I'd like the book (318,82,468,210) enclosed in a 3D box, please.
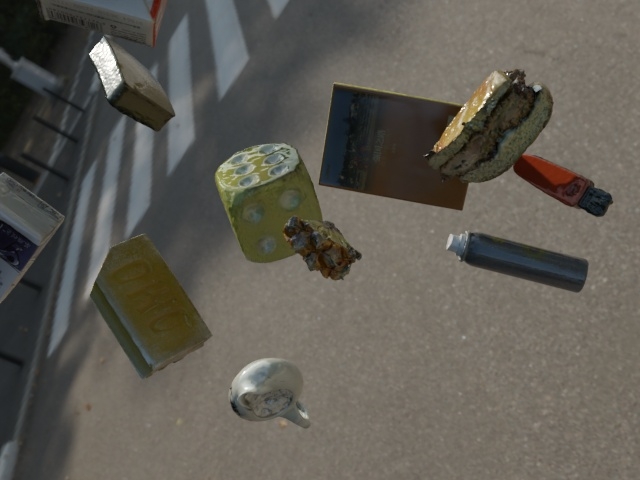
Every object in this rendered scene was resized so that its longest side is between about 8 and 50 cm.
[{"bbox_3d":[0.194,-0.229,1.930,0.028,0.374,0.262,-67,-13,-68],"label":"book"}]

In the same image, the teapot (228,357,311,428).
[{"bbox_3d":[-0.130,0.422,2.130,0.208,0.300,0.166,-51,36,5],"label":"teapot"}]

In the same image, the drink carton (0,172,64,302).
[{"bbox_3d":[-0.570,0.012,1.362,0.222,0.134,0.102,-47,15,25],"label":"drink carton"}]

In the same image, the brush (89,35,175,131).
[{"bbox_3d":[-0.346,-0.284,1.425,0.059,0.123,0.197,-46,45,13],"label":"brush"}]

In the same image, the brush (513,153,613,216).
[{"bbox_3d":[0.494,-0.140,1.710,0.323,0.051,0.070,37,107,44],"label":"brush"}]

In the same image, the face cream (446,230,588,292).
[{"bbox_3d":[0.400,0.039,1.599,0.073,0.284,0.073,14,-90,-87],"label":"face cream"}]

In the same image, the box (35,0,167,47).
[{"bbox_3d":[-0.327,-0.390,1.199,0.099,0.182,0.133,128,152,-71],"label":"box"}]

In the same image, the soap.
[{"bbox_3d":[-0.315,0.115,1.398,0.140,0.232,0.073,-26,-13,-43],"label":"soap"}]

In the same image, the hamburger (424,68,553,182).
[{"bbox_3d":[0.361,-0.244,1.650,0.245,0.155,0.282,-62,11,-9],"label":"hamburger"}]

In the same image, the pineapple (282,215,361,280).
[{"bbox_3d":[0.000,0.000,1.320,0.069,0.137,0.116,-46,16,20],"label":"pineapple"}]

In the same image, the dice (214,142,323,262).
[{"bbox_3d":[-0.098,-0.074,1.483,0.166,0.169,0.169,-21,34,-7],"label":"dice"}]
